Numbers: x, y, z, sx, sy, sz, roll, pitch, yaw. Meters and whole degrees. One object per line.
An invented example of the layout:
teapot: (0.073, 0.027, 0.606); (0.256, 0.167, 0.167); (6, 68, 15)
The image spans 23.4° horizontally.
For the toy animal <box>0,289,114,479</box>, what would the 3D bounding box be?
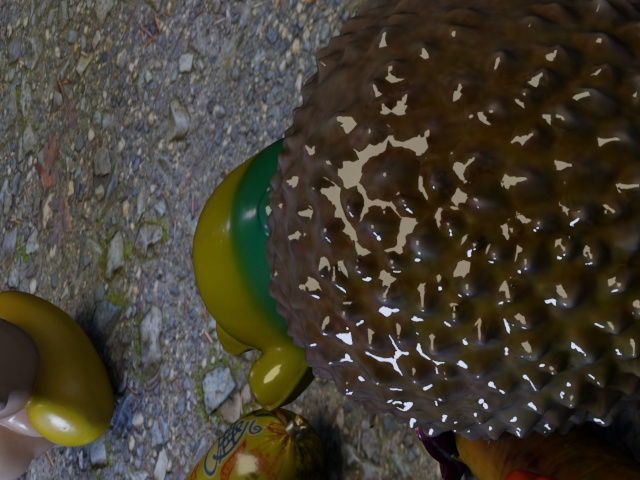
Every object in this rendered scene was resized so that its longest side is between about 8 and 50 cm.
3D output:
toy animal: (-0.446, 0.238, 2.141); (0.277, 0.345, 0.247); (39, 109, 16)

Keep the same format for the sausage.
sausage: (-0.100, 0.300, 1.743); (0.347, 0.123, 0.123); (-53, 42, 39)

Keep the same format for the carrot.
carrot: (0.207, 0.206, 1.293); (0.302, 0.114, 0.114); (40, 117, 53)

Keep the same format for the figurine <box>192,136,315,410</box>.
figurine: (0.000, 0.000, 1.559); (0.340, 0.231, 0.323); (-20, 65, 49)

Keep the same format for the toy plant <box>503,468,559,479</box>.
toy plant: (0.188, 0.359, 1.146); (0.279, 0.185, 0.400); (-82, -6, -66)

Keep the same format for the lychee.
lychee: (0.145, -0.030, 1.207); (0.432, 0.380, 0.380); (2, 85, 42)

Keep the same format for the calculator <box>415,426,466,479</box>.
calculator: (0.108, 0.148, 1.433); (0.034, 0.190, 0.126); (-10, 67, 10)
